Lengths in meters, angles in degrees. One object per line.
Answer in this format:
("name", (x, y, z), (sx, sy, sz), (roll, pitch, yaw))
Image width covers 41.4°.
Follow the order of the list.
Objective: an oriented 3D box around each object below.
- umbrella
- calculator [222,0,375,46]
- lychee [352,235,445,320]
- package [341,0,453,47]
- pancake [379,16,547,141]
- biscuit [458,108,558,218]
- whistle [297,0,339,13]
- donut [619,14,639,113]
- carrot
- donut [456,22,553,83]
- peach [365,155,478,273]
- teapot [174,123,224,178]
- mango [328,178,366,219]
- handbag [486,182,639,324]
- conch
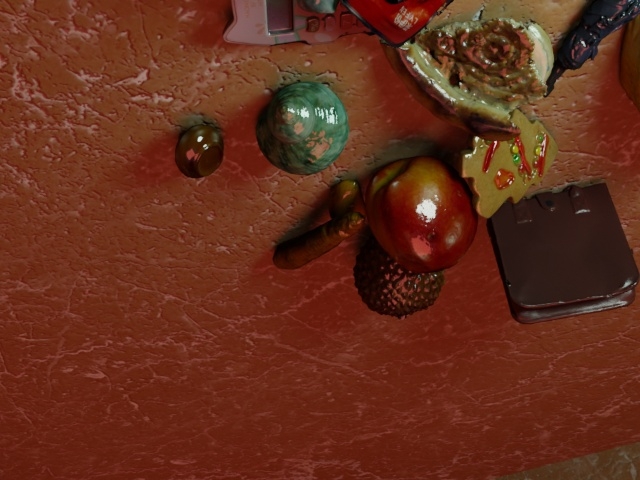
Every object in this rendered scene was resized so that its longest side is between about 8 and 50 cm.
("umbrella", (0.434, -0.328, 1.405), (0.071, 0.071, 0.248), (13, 141, -24))
("calculator", (0.008, -0.389, 1.279), (0.329, 0.048, 0.220), (-6, 142, -5))
("lychee", (0.168, 0.075, 1.810), (0.200, 0.200, 0.238), (-10, 128, 5))
("package", (0.169, -0.404, 1.235), (0.269, 0.071, 0.194), (-35, 143, 21))
("pancake", (0.240, -0.255, 1.398), (0.257, 0.056, 0.212), (-1, 121, 21))
("biscuit", (0.353, -0.155, 1.566), (0.238, 0.041, 0.212), (-11, 104, -27))
("whistle", (-0.001, -0.481, 1.000), (0.168, 0.188, 0.405), (11, 142, 15))
("donut", (0.689, -0.310, 1.365), (0.377, 0.163, 0.435), (30, 133, -30))
("carrot", (0.000, 0.000, 1.723), (0.066, 0.066, 0.314), (18, 154, -29))
("donut", (0.323, -0.287, 1.429), (0.166, 0.065, 0.108), (-34, 112, 30))
("peach", (0.197, -0.044, 1.610), (0.199, 0.243, 0.243), (-29, 138, 21))
("teapot", (-0.224, -0.164, 1.530), (0.098, 0.078, 0.129), (-47, 159, -11))
("mango", (0.053, -0.076, 1.692), (0.077, 0.063, 0.127), (-1, 140, 4))
("handbag", (0.482, 0.022, 1.709), (0.260, 0.276, 0.084), (-11, 145, 8))
("conch", (-0.037, -0.193, 1.476), (0.175, 0.122, 0.188), (13, 142, 14))
